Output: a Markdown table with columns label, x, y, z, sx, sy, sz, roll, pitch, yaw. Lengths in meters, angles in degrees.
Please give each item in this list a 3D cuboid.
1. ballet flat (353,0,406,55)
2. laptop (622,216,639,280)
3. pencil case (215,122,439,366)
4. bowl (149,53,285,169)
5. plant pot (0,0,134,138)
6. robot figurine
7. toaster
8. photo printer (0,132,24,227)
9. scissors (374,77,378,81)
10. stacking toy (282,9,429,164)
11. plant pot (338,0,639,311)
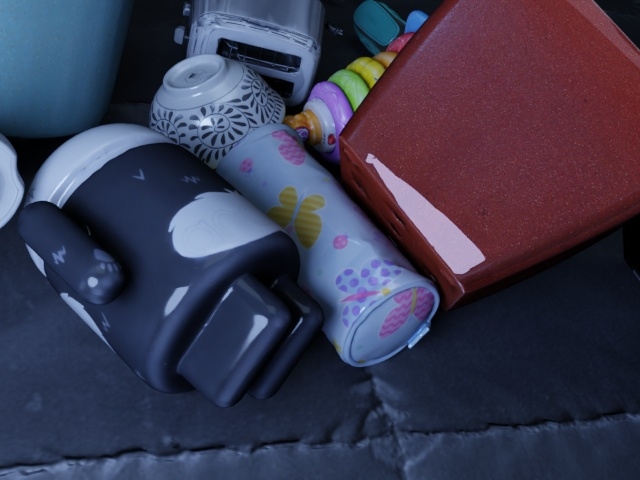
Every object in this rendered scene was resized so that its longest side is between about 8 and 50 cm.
| label | x | y | z | sx | sy | sz | roll | pitch | yaw |
| --- | --- | --- | --- | --- | --- | --- | --- | --- | --- |
| ballet flat | 0.133 | -0.288 | 1.209 | 0.087 | 0.083 | 0.247 | 29 | 23 | -44 |
| laptop | 0.509 | 0.064 | 0.806 | 0.236 | 0.408 | 0.382 | -21 | 41 | 3 |
| pencil case | 0.000 | 0.000 | 0.791 | 0.273 | 0.113 | 0.124 | 50 | 4 | 35 |
| bowl | -0.132 | -0.161 | 0.899 | 0.170 | 0.080 | 0.170 | -11 | 42 | 10 |
| plant pot | -0.326 | -0.302 | 0.804 | 0.341 | 0.334 | 0.341 | 13 | 21 | -5 |
| robot figurine | -0.132 | 0.020 | 0.673 | 0.278 | 0.209 | 0.173 | 39 | 64 | 23 |
| toaster | -0.082 | -0.271 | 1.070 | 0.227 | 0.129 | 0.146 | 12 | 43 | -10 |
| photo printer | -0.404 | -0.035 | 0.609 | 0.307 | 0.107 | 0.256 | -19 | 21 | -37 |
| scissors | 0.195 | -0.110 | 0.932 | 0.297 | 0.021 | 0.109 | 43 | 49 | 8 |
| stacking toy | 0.041 | -0.159 | 0.984 | 0.302 | 0.175 | 0.165 | -18 | 52 | -22 |
| plant pot | 0.164 | -0.076 | 0.764 | 0.236 | 0.267 | 0.267 | -38 | 79 | -5 |
